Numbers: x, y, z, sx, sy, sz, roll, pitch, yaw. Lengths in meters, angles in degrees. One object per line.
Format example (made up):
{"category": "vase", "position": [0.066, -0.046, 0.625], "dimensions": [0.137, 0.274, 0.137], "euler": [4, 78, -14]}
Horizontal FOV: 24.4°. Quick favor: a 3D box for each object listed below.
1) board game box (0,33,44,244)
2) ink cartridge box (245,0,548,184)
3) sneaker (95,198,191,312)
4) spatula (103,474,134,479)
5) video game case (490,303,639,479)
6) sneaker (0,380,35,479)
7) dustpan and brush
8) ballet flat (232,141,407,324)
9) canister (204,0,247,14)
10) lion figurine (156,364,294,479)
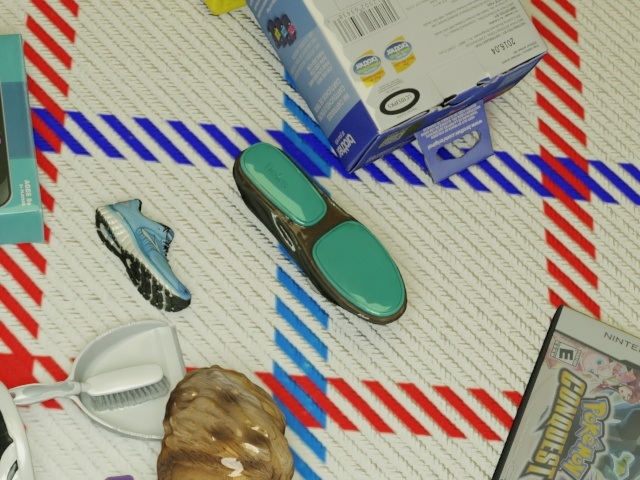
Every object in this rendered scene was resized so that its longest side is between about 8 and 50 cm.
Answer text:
{"category": "board game box", "position": [-0.505, -0.109, 1.728], "dimensions": [0.336, 0.079, 0.253], "euler": [-6, 63, -12]}
{"category": "ink cartridge box", "position": [0.092, -0.270, 1.844], "dimensions": [0.270, 0.151, 0.395], "euler": [-27, 81, -22]}
{"category": "sneaker", "position": [-0.194, 0.010, 1.722], "dimensions": [0.073, 0.063, 0.162], "euler": [-28, 69, -26]}
{"category": "spatula", "position": [-0.257, 0.375, 1.513], "dimensions": [0.030, 0.084, 0.296], "euler": [30, 62, -29]}
{"category": "video game case", "position": [0.345, 0.235, 1.699], "dimensions": [0.248, 0.035, 0.275], "euler": [24, 60, 4]}
{"category": "sneaker", "position": [-0.354, 0.258, 1.517], "dimensions": [0.121, 0.079, 0.217], "euler": [-13, 82, -23]}
{"category": "dustpan and brush", "position": [-0.246, 0.163, 1.628], "dimensions": [0.211, 0.060, 0.147], "euler": [-11, 64, -14]}
{"category": "ballet flat", "position": [0.000, 0.000, 1.738], "dimensions": [0.095, 0.096, 0.280], "euler": [-32, 70, -23]}
{"category": "canister", "position": [-0.135, -0.390, 1.948], "dimensions": [0.126, 0.073, 0.170], "euler": [-25, 69, -22]}
{"category": "lion figurine", "position": [-0.133, 0.323, 1.515], "dimensions": [0.240, 0.142, 0.392], "euler": [31, 63, 12]}
